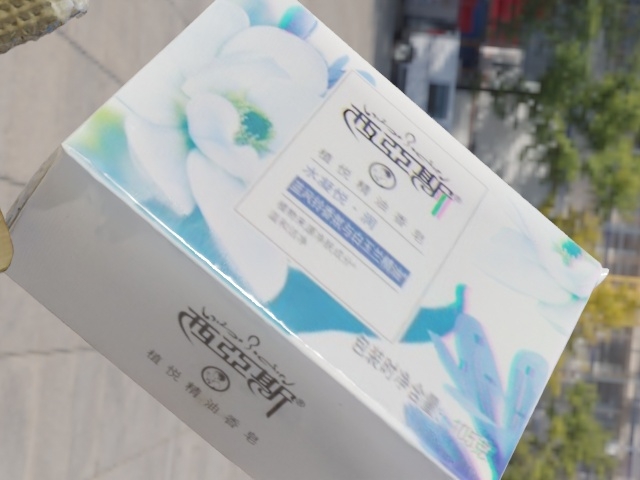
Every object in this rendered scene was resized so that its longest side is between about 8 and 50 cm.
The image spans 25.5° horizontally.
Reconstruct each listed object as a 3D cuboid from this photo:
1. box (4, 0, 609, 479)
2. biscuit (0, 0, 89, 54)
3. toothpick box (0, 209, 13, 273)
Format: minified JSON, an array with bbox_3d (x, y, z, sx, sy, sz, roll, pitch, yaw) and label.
[{"bbox_3d":[-0.005,0.012,0.775,0.116,0.274,0.203,-46,-175,44],"label":"box"},{"bbox_3d":[-0.267,-0.145,0.874,0.062,0.239,0.108,-74,143,-61],"label":"biscuit"},{"bbox_3d":[-0.340,-0.014,0.654,0.187,0.308,0.190,70,22,-4],"label":"toothpick box"}]
